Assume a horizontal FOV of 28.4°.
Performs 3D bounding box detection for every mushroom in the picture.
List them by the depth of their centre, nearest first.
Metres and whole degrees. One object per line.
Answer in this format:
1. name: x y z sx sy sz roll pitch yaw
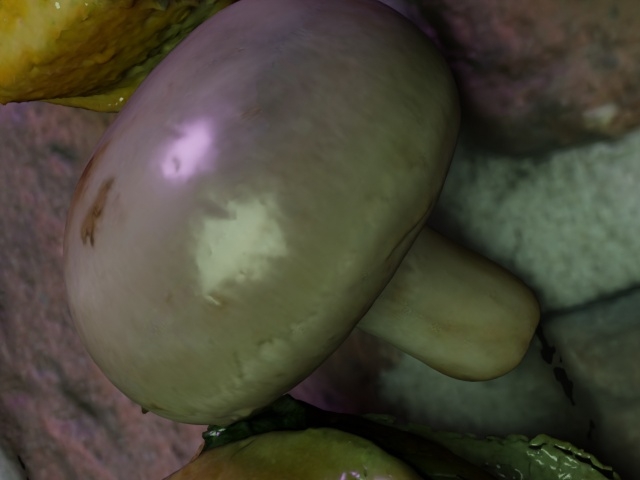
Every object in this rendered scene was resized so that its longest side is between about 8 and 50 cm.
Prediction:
1. mushroom: 0.000 0.000 0.570 0.215 0.207 0.207 32 115 -21

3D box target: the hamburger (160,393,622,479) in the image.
1. hamburger: 0.022 0.202 0.595 0.285 0.134 0.265 -17 105 26

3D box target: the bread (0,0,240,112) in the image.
1. bread: -0.161 -0.150 0.619 0.229 0.143 0.139 47 113 11
